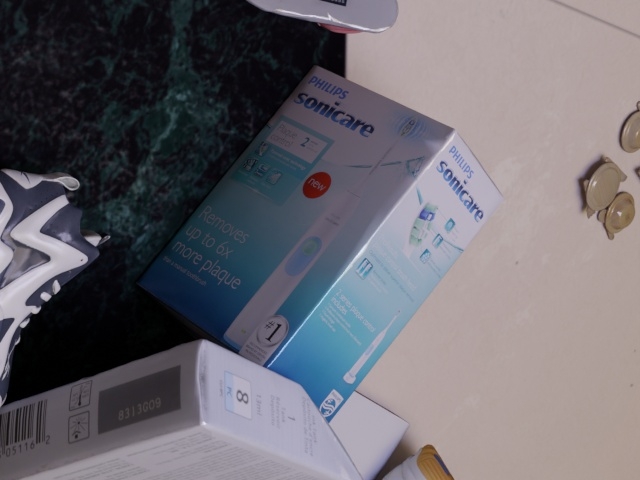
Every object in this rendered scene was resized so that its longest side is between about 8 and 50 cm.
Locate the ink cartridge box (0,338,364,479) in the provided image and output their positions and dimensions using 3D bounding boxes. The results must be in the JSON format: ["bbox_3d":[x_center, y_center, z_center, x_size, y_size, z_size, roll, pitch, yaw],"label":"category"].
[{"bbox_3d":[-0.111,0.225,1.628,0.385,0.308,0.091,29,49,-48],"label":"ink cartridge box"}]

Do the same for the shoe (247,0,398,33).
[{"bbox_3d":[-0.017,-0.240,1.627,0.178,0.081,0.063,15,89,-16],"label":"shoe"}]

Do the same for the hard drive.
[{"bbox_3d":[-0.047,0.304,1.898,0.210,0.040,0.319,35,87,-46],"label":"hard drive"}]

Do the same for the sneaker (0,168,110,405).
[{"bbox_3d":[-0.262,0.041,1.526,0.153,0.094,0.235,-11,108,-29],"label":"sneaker"}]

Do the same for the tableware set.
[{"bbox_3d":[0.390,-0.082,2.108,0.169,0.020,0.141,-50,137,-12],"label":"tableware set"}]

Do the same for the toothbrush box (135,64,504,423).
[{"bbox_3d":[0.000,0.000,1.656,0.295,0.216,0.126,-50,136,-9],"label":"toothbrush box"}]

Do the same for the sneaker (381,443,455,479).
[{"bbox_3d":[0.122,0.348,2.038,0.131,0.112,0.296,-32,143,-1],"label":"sneaker"}]
